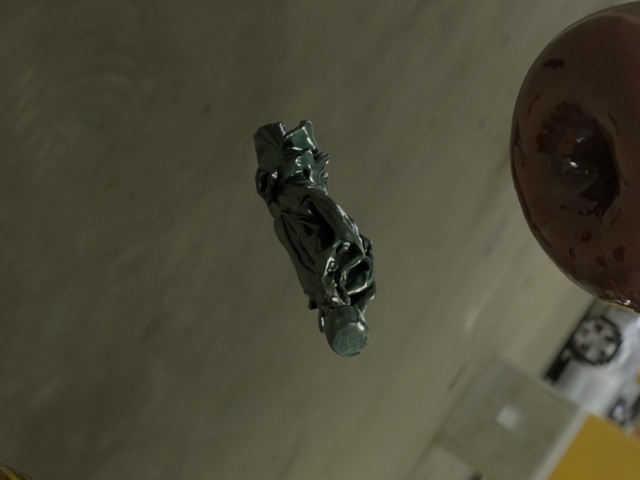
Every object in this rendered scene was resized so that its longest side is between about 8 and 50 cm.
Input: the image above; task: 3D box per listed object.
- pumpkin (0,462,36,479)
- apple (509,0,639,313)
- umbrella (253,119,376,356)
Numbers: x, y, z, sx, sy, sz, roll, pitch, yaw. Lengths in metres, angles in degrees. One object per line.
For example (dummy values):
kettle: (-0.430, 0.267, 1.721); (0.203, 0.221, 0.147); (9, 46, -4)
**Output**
pumpkin: (-0.330, 0.309, 1.452); (0.162, 0.219, 0.219); (-21, -173, 30)
apple: (0.321, -0.074, 1.405); (0.235, 0.305, 0.305); (-10, 140, -31)
umbrella: (0.003, 0.001, 1.707); (0.094, 0.349, 0.143); (-26, 126, 3)
